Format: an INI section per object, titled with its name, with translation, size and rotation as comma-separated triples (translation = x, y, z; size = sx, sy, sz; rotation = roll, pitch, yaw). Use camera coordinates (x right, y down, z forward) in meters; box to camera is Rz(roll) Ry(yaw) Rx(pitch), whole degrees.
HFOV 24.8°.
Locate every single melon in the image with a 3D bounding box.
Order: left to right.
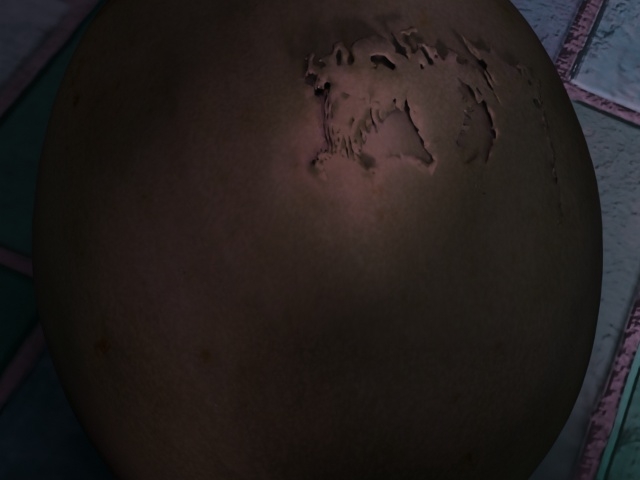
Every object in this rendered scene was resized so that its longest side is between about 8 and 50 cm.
[melon]
translation = 0.000, 0.000, 0.688
size = 0.268, 0.268, 0.330
rotation = 2, 59, -12
